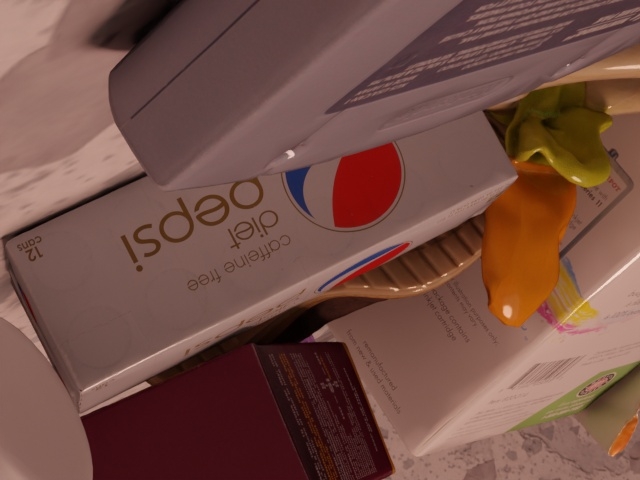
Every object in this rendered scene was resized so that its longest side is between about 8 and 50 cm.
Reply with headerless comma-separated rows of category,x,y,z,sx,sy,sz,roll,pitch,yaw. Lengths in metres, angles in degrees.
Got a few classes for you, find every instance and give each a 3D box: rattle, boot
rattle,0.165,-0.045,0.719,0.200,0.142,0.130,-3,158,24
boot,0.000,0.000,0.894,0.248,0.090,0.207,-30,-176,2

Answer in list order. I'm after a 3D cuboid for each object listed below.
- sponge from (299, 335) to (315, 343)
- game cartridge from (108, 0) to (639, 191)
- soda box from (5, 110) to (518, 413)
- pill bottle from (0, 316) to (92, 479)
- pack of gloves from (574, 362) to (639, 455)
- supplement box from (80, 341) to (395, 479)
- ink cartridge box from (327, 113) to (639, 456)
sponge,-0.055,0.104,1.122,0.031,0.117,0.210,-26,172,-29
game cartridge,0.074,-0.098,0.527,0.294,0.060,0.196,-21,165,-46
soda box,-0.026,-0.006,0.690,0.216,0.074,0.069,-26,172,-14
pill bottle,-0.198,0.114,0.592,0.215,0.117,0.117,-30,172,11
pack of gloves,0.228,0.029,1.140,0.195,0.046,0.232,-58,-155,11
supplement box,-0.039,0.105,0.773,0.104,0.080,0.188,-24,172,11
ink cartridge box,0.190,-0.025,0.934,0.207,0.119,0.353,-5,146,-49
